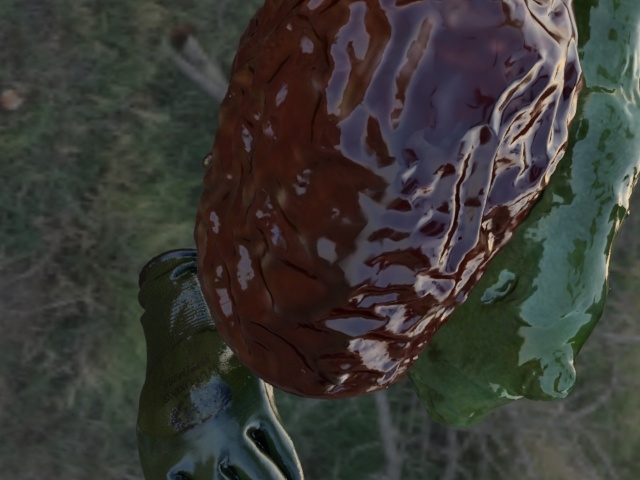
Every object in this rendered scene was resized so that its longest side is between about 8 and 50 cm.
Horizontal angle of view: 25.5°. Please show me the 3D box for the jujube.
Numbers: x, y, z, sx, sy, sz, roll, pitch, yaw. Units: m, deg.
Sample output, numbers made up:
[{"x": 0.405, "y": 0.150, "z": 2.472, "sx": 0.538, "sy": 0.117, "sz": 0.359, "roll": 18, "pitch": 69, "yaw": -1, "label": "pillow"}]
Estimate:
[{"x": 0.018, "y": -0.022, "z": 0.458, "sx": 0.112, "sy": 0.109, "sz": 0.176, "roll": -1, "pitch": 132, "yaw": -27, "label": "jujube"}]

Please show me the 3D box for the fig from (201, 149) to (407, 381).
[{"x": 0.013, "y": 0.005, "z": 0.973, "sx": 0.148, "sy": 0.149, "sz": 0.202, "roll": -33, "pitch": 93, "yaw": -21, "label": "fig"}]

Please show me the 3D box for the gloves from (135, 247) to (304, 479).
[{"x": -0.084, "y": 0.131, "z": 1.053, "sx": 0.107, "sy": 0.135, "sz": 0.268, "roll": 18, "pitch": 45, "yaw": -54, "label": "gloves"}]

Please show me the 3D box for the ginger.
[{"x": 0.106, "y": -0.041, "z": 0.732, "sx": 0.089, "sy": 0.137, "sz": 0.290, "roll": -2, "pitch": 99, "yaw": -52, "label": "ginger"}]
